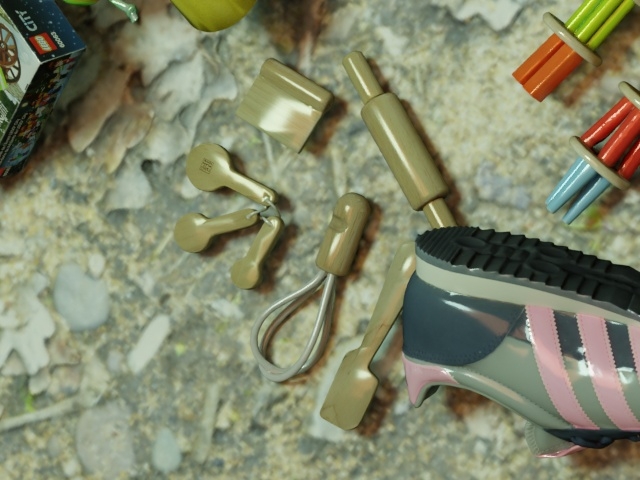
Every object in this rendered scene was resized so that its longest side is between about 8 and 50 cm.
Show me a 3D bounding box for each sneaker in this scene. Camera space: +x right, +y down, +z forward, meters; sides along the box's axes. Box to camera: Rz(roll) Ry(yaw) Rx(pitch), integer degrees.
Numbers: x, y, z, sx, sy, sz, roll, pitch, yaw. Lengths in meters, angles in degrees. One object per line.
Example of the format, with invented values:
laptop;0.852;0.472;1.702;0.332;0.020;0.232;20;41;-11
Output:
sneaker;0.202;0.094;1.307;0.319;0.112;0.131;20;112;22

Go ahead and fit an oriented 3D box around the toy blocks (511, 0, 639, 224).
toy blocks;0.182;-0.097;1.337;0.123;0.054;0.148;44;102;16

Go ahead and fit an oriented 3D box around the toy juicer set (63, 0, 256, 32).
toy juicer set;-0.104;-0.302;1.445;0.209;0.089;0.329;0;69;36

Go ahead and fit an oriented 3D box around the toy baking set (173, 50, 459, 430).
toy baking set;0.005;-0.005;1.413;0.197;0.030;0.256;-37;75;18

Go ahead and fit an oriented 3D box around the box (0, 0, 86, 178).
box;-0.277;-0.178;1.470;0.233;0.044;0.159;54;140;15
